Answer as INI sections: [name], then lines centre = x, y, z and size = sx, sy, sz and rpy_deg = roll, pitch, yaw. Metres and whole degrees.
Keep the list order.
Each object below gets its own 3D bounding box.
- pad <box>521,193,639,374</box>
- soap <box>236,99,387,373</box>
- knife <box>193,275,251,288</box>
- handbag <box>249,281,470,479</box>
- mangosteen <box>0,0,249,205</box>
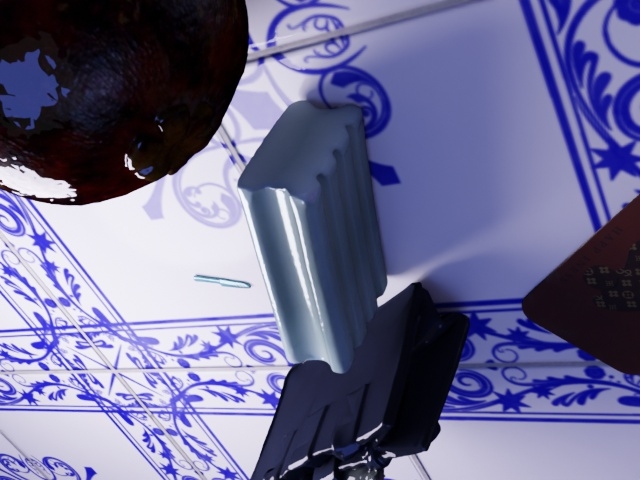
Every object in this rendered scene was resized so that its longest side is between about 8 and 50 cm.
[pad]
centre = 0.357, 0.054, 0.910
size = 0.181, 0.004, 0.267
rpy_deg = 30, 139, -2
[soap]
centre = 0.000, 0.000, 0.923
size = 0.087, 0.160, 0.265
rpy_deg = 8, 136, 21
[knife]
centre = -0.139, 0.059, 1.170
size = 0.091, 0.005, 0.014
rpy_deg = 6, 133, 22
[handbag]
centre = 0.042, 0.226, 1.046
size = 0.118, 0.269, 0.325
rpy_deg = 35, 138, -11
[mangosteen]
centre = -0.238, -0.201, 0.757
size = 0.359, 0.306, 0.306
rpy_deg = 44, 141, 16
